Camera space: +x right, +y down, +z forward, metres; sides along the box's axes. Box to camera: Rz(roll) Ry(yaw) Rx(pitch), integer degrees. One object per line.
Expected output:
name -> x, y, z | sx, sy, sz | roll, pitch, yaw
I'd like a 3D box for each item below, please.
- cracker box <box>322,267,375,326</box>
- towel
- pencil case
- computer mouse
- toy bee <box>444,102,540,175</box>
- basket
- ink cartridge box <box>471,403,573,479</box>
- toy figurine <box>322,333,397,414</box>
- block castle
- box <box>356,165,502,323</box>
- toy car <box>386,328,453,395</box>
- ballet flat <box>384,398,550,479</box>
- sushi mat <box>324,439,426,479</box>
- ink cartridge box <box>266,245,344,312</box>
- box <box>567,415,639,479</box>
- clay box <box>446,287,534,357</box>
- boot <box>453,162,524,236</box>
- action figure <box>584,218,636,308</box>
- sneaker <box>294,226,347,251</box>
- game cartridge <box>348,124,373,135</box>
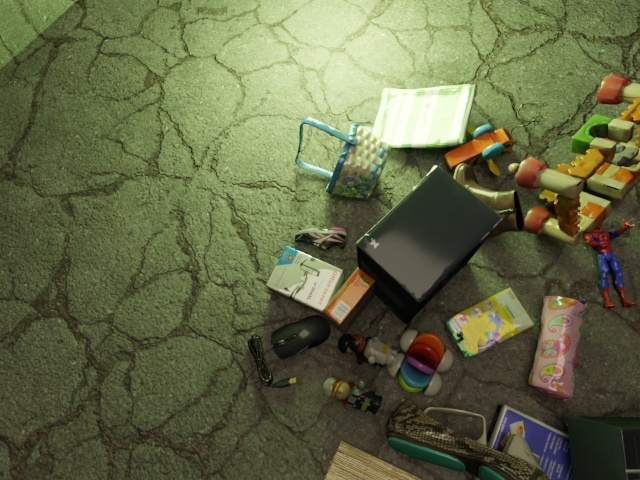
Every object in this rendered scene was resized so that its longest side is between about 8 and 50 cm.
cracker box -> 0.087, 0.182, 1.269 | 0.067, 0.232, 0.155 | 37, 80, 15
towel -> 0.345, -0.426, 1.494 | 0.325, 0.038, 0.247 | 8, 72, 27
pencil case -> 0.669, 0.295, 1.227 | 0.124, 0.124, 0.283 | 17, 73, 12
computer mouse -> -0.087, 0.338, 1.328 | 0.262, 0.060, 0.183 | -18, 70, 1
toy bee -> 0.570, -0.304, 1.436 | 0.299, 0.162, 0.195 | -7, 78, 30
basket -> 0.061, -0.267, 1.411 | 0.289, 0.254, 0.201 | 25, 69, 4
ink cartridge box -> 0.574, 0.645, 1.151 | 0.308, 0.072, 0.303 | 25, 75, 12
toy figurine -> 0.103, 0.364, 1.218 | 0.148, 0.209, 0.212 | 23, 74, 3
block castle -> 0.771, -0.233, 1.287 | 0.453, 0.303, 0.213 | -44, 45, -10
box -> 0.276, 0.035, 1.211 | 0.293, 0.395, 0.212 | -43, 72, -8
toy car -> 0.287, 0.345, 1.243 | 0.159, 0.136, 0.181 | 28, 77, 14
ballet flat -> 0.405, 0.538, 1.114 | 0.483, 0.164, 0.182 | 17, 53, 32
sushi mat -> 0.168, 0.691, 1.205 | 0.317, 0.019, 0.151 | 20, 76, 12
ink cartridge box -> -0.044, 0.127, 1.379 | 0.203, 0.086, 0.148 | 22, 75, 14
box -> 0.793, 0.604, 1.028 | 0.313, 0.179, 0.342 | 3, 77, -8
clay box -> 0.494, 0.247, 1.296 | 0.222, 0.053, 0.127 | -26, 71, -1
boot -> 0.511, -0.133, 1.322 | 0.090, 0.207, 0.248 | -10, 88, -26
action figure -> 0.860, 0.048, 1.281 | 0.092, 0.139, 0.280 | -6, 69, 3
sneaker -> 0.000, 0.000, 1.428 | 0.179, 0.072, 0.077 | -4, 82, 11
game cartridge -> 0.143, -0.382, 1.564 | 0.084, 0.017, 0.055 | 11, 77, 10
